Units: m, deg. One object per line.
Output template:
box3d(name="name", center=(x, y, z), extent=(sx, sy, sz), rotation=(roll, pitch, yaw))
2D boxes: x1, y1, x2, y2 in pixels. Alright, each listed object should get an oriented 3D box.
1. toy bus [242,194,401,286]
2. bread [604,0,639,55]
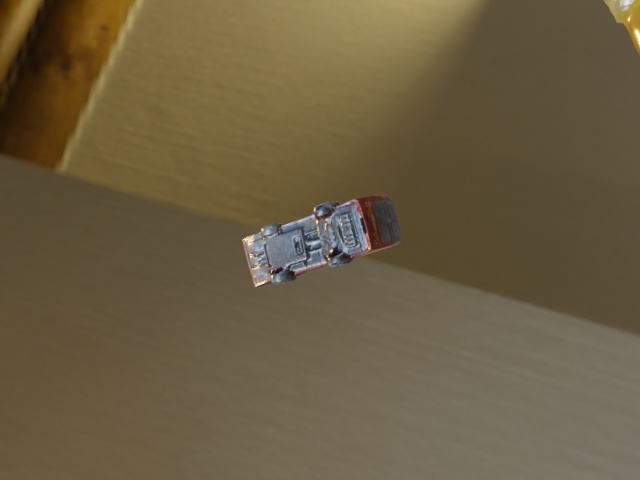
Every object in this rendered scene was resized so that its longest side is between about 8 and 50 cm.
box3d(name="toy bus", center=(0.000, 0.000, 1.653), extent=(0.077, 0.192, 0.065), rotation=(-13, -94, -44))
box3d(name="bread", center=(0.225, -0.104, 0.535), extent=(0.111, 0.239, 0.246), rotation=(-5, -35, -37))
